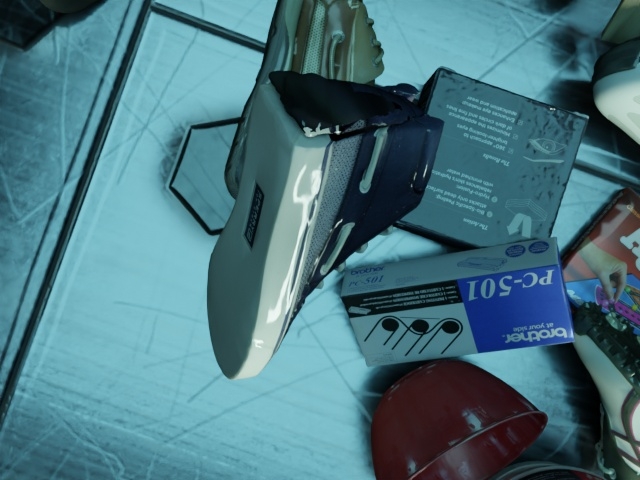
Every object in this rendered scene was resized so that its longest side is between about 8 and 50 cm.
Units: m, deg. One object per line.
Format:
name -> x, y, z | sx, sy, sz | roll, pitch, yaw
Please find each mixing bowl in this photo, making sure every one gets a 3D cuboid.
mixing bowl -> 0.118, 0.182, 0.875 | 0.181, 0.181, 0.098 | -31, 59, -2

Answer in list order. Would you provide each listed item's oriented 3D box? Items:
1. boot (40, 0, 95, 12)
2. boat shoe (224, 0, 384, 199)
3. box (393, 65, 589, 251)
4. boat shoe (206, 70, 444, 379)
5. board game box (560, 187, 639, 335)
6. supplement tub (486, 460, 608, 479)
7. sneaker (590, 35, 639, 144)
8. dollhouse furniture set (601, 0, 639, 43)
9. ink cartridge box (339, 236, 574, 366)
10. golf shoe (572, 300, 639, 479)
boot -> -0.218, -0.375, 0.889 | 0.115, 0.112, 0.305 | 28, 94, 27
boat shoe -> 0.003, -0.184, 0.882 | 0.116, 0.123, 0.324 | 18, 100, -8
box -> 0.159, -0.069, 0.896 | 0.156, 0.093, 0.158 | 18, 89, -3
boat shoe -> 0.000, 0.000, 0.829 | 0.158, 0.341, 0.127 | -6, 49, -27
board game box -> 0.377, 0.091, 0.942 | 0.281, 0.027, 0.145 | 41, 88, -3
supplement tub -> 0.235, 0.316, 0.814 | 0.191, 0.272, 0.191 | 0, 91, -3
sneaker -> 0.435, -0.003, 0.854 | 0.447, 0.169, 0.258 | 26, 77, -5
dollhouse furniture set -> 0.324, -0.280, 0.857 | 0.144, 0.123, 0.151 | 11, 58, -3
ink cartridge box -> 0.132, 0.062, 0.866 | 0.207, 0.046, 0.097 | -9, 124, 17
golf shoe -> 0.315, 0.189, 0.893 | 0.120, 0.105, 0.273 | -34, 97, 26
